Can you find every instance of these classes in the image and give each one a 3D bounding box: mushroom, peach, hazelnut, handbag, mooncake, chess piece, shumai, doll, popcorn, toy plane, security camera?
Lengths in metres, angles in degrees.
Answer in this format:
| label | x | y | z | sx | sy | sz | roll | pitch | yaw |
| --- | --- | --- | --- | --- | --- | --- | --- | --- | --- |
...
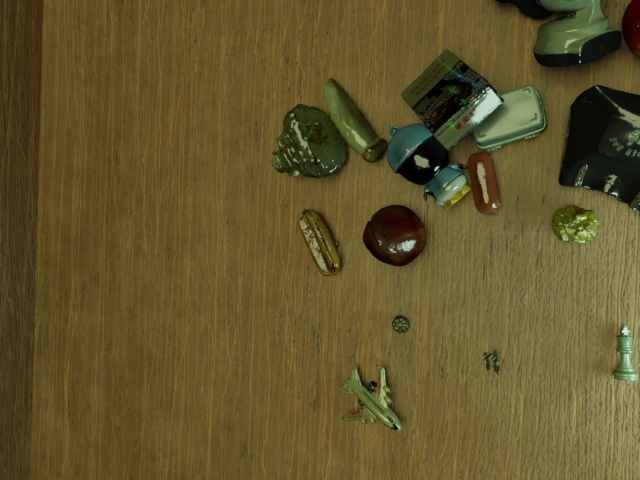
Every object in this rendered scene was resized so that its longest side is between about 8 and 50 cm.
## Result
| label | x | y | z | sx | sy | sz | roll | pitch | yaw |
| --- | --- | --- | --- | --- | --- | --- | --- | --- | --- |
| mushroom | 0.097 | -0.396 | 1.755 | 0.333 | 0.107 | 0.087 | 55 | 144 | 13 |
| peach | 0.872 | -0.568 | 1.352 | 0.197 | 0.197 | 0.198 | 0 | 91 | 25 |
| hazelnut | 0.221 | -0.011 | 1.644 | 0.208 | 0.208 | 0.208 | 0 | 91 | 25 |
| handbag | 0.812 | -0.240 | 1.409 | 0.342 | 0.152 | 0.288 | 24 | 112 | 23 |
| mooncake | 0.390 | 0.321 | 1.659 | 0.346 | 0.057 | 0.151 | 1 | 104 | 31 |
| chess piece | 0.832 | 0.306 | 1.450 | 0.059 | 0.059 | 0.149 | -3 | 84 | 25 |
| shumai | -0.052 | -0.317 | 1.806 | 0.218 | 0.189 | 0.256 | -27 | 86 | 44 |
| doll | 0.322 | -0.239 | 1.630 | 0.177 | 0.141 | 0.314 | -40 | 78 | 4 |
| popcorn | 0.707 | -0.045 | 1.473 | 0.116 | 0.106 | 0.121 | -41 | 74 | 30 |
| toy plane | 0.171 | 0.531 | 1.736 | 0.244 | 0.092 | 0.229 | 37 | 103 | 19 |
| security camera | 0.659 | -0.617 | 1.388 | 0.191 | 0.196 | 0.277 | 39 | 148 | 55 |

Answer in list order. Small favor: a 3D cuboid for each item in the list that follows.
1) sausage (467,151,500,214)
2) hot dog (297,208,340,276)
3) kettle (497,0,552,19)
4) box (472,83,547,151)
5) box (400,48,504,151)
| label | x | y | z | sx | sy | sz | roll | pitch | yaw |
| --- | --- | --- | --- | --- | --- | --- | --- | --- | --- |
| sausage | 0.491 | -0.172 | 1.590 | 0.077 | 0.077 | 0.194 | -10 | 85 | 25 |
| hot dog | 0.000 | 0.000 | 1.823 | 0.104 | 0.076 | 0.250 | -38 | 71 | 41 |
| kettle | 0.591 | -0.792 | 1.492 | 0.271 | 0.250 | 0.207 | -49 | 42 | 24 |
| box | 0.537 | -0.354 | 1.533 | 0.210 | 0.129 | 0.148 | -16 | 85 | 24 |
| box | 0.371 | -0.417 | 1.539 | 0.198 | 0.084 | 0.310 | -43 | 34 | 19 |
